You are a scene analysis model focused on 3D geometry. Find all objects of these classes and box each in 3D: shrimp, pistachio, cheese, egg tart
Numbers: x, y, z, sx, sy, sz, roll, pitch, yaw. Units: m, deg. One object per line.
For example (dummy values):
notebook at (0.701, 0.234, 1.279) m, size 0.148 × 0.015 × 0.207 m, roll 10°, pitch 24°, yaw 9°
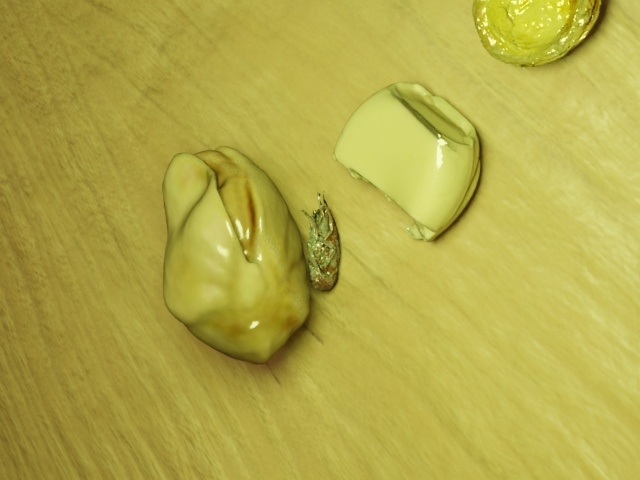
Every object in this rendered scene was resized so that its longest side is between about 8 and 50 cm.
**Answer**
shrimp at (0.002, 0.000, 1.739) m, size 0.075 × 0.073 × 0.190 m, roll 9°, pitch 100°, yaw 50°
pistachio at (-0.173, 0.023, 1.728) m, size 0.365 × 0.282 × 0.445 m, roll 107°, pitch 144°, yaw -55°
cheese at (0.150, -0.137, 1.600) m, size 0.266 × 0.127 × 0.233 m, roll 46°, pitch 118°, yaw 31°
egg tart at (0.350, -0.375, 1.470) m, size 0.213 × 0.090 × 0.212 m, roll -1°, pitch 89°, yaw 38°
